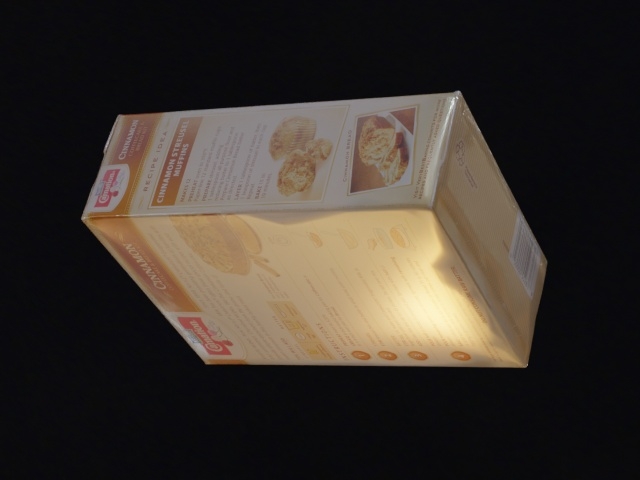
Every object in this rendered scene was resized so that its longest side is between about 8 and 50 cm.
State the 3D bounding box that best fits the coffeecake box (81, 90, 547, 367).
[{"bbox_3d":[0.000,0.000,0.842,0.142,0.185,0.068,55,-139,-48],"label":"coffeecake box"}]
